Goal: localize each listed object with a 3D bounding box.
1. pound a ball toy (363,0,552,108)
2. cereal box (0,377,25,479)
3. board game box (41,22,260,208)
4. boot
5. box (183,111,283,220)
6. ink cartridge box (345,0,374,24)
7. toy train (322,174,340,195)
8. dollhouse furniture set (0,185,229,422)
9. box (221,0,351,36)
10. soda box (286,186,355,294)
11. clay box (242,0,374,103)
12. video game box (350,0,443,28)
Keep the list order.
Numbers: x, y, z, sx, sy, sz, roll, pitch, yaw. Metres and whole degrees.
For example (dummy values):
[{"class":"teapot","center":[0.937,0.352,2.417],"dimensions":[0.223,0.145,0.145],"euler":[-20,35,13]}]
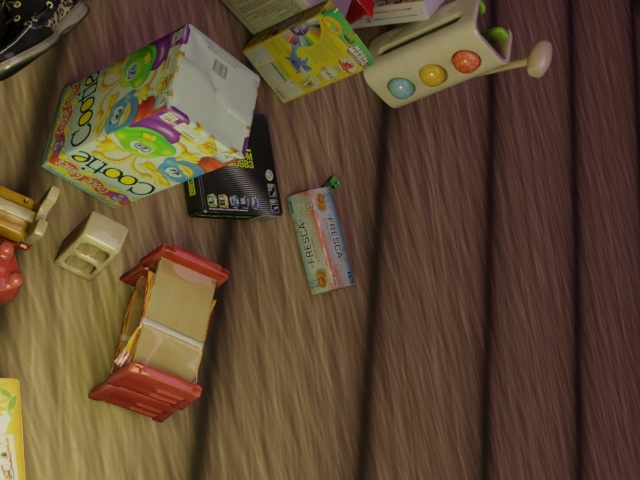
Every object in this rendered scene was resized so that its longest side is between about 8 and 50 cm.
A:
[{"class":"pound a ball toy","center":[0.271,-0.344,2.174],"dimensions":[0.208,0.319,0.136],"euler":[40,49,-34]},{"class":"cereal box","center":[-0.465,0.250,1.302],"dimensions":[0.240,0.047,0.173],"euler":[9,70,-48]},{"class":"board game box","center":[-0.240,-0.166,1.540],"dimensions":[0.144,0.275,0.142],"euler":[33,53,-39]},{"class":"boot","center":[-0.436,-0.335,1.522],"dimensions":[0.179,0.085,0.236],"euler":[54,34,-19]},{"class":"box","center":[-0.151,-0.127,1.815],"dimensions":[0.190,0.045,0.184],"euler":[3,77,-50]},{"class":"ink cartridge box","center":[0.036,-0.501,2.092],"dimensions":[0.134,0.078,0.231],"euler":[47,26,-28]},{"class":"toy train","center":[0.012,-0.091,2.016],"dimensions":[0.024,0.017,0.083],"euler":[48,44,-13]},{"class":"dollhouse furniture set","center":[-0.326,0.078,1.486],"dimensions":[0.374,0.152,0.201],"euler":[26,57,-22]},{"class":"box","center":[-0.100,-0.470,1.923],"dimensions":[0.311,0.148,0.121],"euler":[45,46,-32]},{"class":"soda box","center":[0.000,0.000,1.935],"dimensions":[0.063,0.058,0.183],"euler":[-11,86,-51]},{"class":"clay box","center":[-0.014,-0.331,1.909],"dimensions":[0.127,0.222,0.053],"euler":[50,44,-26]},{"class":"video game box","center":[0.164,-0.493,2.206],"dimensions":[0.205,0.187,0.048],"euler":[-53,131,-46]}]
